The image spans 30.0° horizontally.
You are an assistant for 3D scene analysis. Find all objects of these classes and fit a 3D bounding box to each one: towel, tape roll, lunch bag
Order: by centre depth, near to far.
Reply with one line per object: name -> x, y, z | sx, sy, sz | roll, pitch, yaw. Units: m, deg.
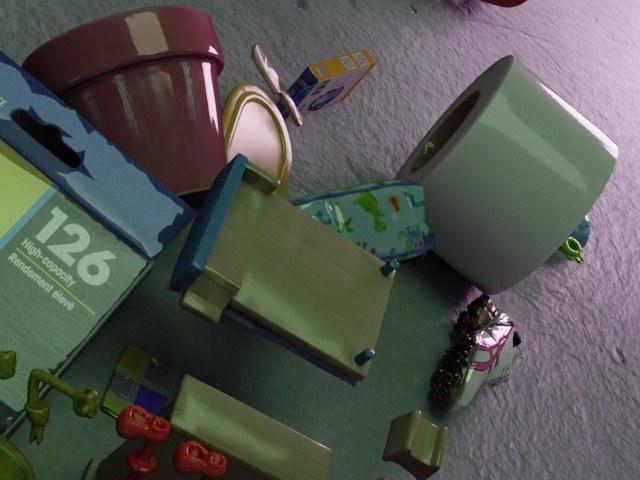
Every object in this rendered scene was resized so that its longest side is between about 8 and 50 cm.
towel -> -0.170, 0.140, 1.129 | 0.060, 0.009, 0.083 | 34, 42, -14
lunch bag -> 0.000, 0.000, 1.260 | 0.219, 0.176, 0.090 | -11, 87, -46
tape roll -> 0.213, -0.079, 1.441 | 0.169, 0.246, 0.246 | 39, 41, -8

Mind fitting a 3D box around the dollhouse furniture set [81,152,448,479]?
dollhouse furniture set -> -0.035, 0.125, 1.085 | 0.286, 0.198, 0.303 | 31, 49, -17

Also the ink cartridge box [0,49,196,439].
ink cartridge box -> -0.306, -0.020, 1.026 | 0.304, 0.072, 0.307 | 39, 66, -5

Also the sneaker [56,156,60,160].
sneaker -> -0.297, -0.073, 1.167 | 0.178, 0.072, 0.077 | 55, 29, -1

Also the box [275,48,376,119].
box -> 0.002, -0.193, 1.484 | 0.136, 0.081, 0.028 | -22, 74, -47

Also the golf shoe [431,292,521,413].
golf shoe -> 0.188, 0.140, 1.376 | 0.086, 0.067, 0.186 | 42, 41, -6

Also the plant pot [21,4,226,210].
plant pot -> -0.180, -0.115, 1.204 | 0.201, 0.201, 0.180 | -12, 81, -44

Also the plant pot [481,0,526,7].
plant pot -> 0.244, -0.465, 1.822 | 0.174, 0.191, 0.191 | 8, 53, -29

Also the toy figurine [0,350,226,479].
toy figurine -> -0.182, 0.249, 0.843 | 0.363, 0.191, 0.217 | 29, 31, -2

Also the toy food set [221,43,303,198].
toy food set -> -0.094, -0.104, 1.352 | 0.128, 0.071, 0.217 | 53, 37, -35

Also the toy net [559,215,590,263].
toy net -> 0.275, -0.061, 1.632 | 0.232, 0.045, 0.122 | 41, 43, -2
